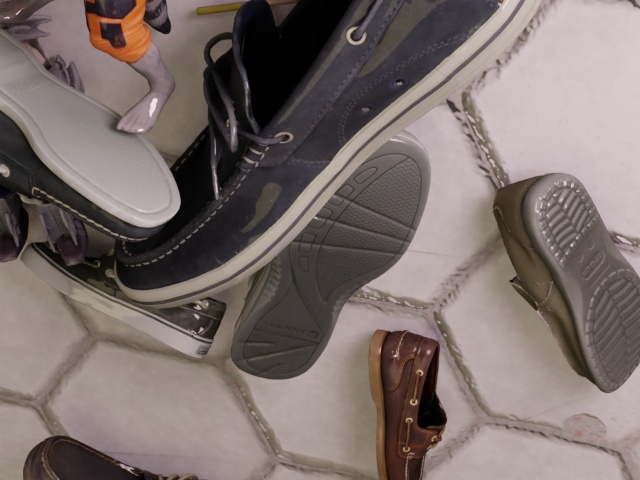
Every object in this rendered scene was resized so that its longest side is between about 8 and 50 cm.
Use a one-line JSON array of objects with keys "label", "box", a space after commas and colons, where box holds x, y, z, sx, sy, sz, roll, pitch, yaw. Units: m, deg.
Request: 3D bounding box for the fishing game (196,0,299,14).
[{"label": "fishing game", "box": [-0.090, -0.307, 1.272, 0.189, 0.041, 0.264, 0, 125, 17]}]

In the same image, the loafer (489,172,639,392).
[{"label": "loafer", "box": [0.232, 0.035, 1.402, 0.087, 0.094, 0.251, 18, 142, 51]}]

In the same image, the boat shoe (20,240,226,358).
[{"label": "boat shoe", "box": [-0.202, 0.043, 1.559, 0.219, 0.078, 0.070, 26, 95, 3]}]

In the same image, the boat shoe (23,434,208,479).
[{"label": "boat shoe", "box": [-0.172, 0.318, 1.729, 0.355, 0.132, 0.130, 36, 119, -21]}]

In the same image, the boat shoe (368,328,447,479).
[{"label": "boat shoe", "box": [0.094, 0.184, 1.556, 0.073, 0.073, 0.207, 6, 127, 17]}]

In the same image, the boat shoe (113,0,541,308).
[{"label": "boat shoe", "box": [-0.032, -0.122, 1.288, 0.156, 0.187, 0.500, 33, 125, -27]}]

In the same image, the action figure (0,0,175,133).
[{"label": "action figure", "box": [-0.204, -0.302, 1.239, 0.341, 0.178, 0.330, 53, 147, 34]}]

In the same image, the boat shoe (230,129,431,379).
[{"label": "boat shoe", "box": [0.002, 0.002, 1.435, 0.118, 0.103, 0.320, 15, 131, -17]}]

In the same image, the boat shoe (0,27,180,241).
[{"label": "boat shoe", "box": [-0.244, -0.085, 1.305, 0.302, 0.114, 0.091, 42, 124, 24]}]

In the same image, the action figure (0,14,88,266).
[{"label": "action figure", "box": [-0.307, -0.106, 1.451, 0.185, 0.099, 0.285, -8, 129, 8]}]
